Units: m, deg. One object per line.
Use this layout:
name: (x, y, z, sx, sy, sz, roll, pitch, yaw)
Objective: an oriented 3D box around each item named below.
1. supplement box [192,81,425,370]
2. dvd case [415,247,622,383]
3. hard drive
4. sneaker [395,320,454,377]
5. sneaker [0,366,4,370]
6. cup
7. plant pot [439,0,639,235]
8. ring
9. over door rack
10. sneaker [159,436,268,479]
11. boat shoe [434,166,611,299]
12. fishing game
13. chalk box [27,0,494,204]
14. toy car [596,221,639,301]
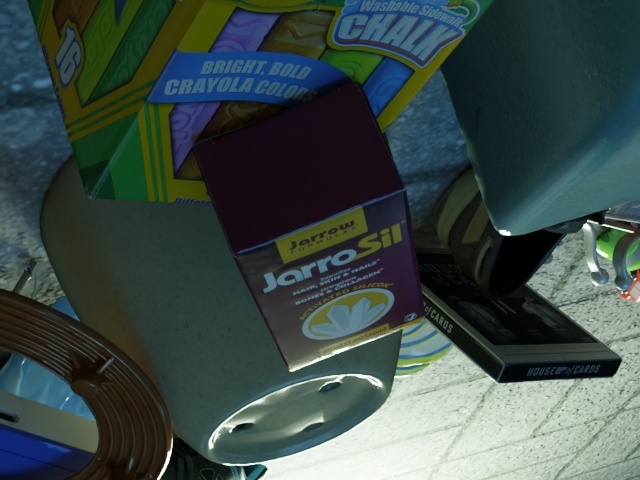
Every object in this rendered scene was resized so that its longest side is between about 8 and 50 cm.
supplement box: (0.000, 0.000, 0.644, 0.104, 0.080, 0.188, -21, 152, -2)
dvd case: (0.181, 0.074, 1.108, 0.179, 0.239, 0.029, 3, 117, -36)
hard drive: (-0.361, 0.239, 0.976, 0.210, 0.040, 0.318, 24, 130, -23)
sneaker: (0.057, 0.113, 1.228, 0.240, 0.091, 0.126, -18, 150, -4)
sneaker: (-0.369, 0.208, 1.113, 0.105, 0.095, 0.236, 14, 130, -40)
cup: (-0.057, 0.053, 0.902, 0.331, 0.237, 0.331, -16, 150, -10)
plant pot: (0.216, -0.174, 0.618, 0.248, 0.247, 0.252, -16, 170, -11)
ring: (-0.288, 0.150, 0.827, 0.337, 0.032, 0.336, 3, 134, 3)
over door rack: (0.427, 0.021, 1.130, 0.324, 0.239, 0.108, -7, 107, -36)
sneaker: (-0.193, 0.306, 1.398, 0.139, 0.125, 0.341, -50, 147, -5)
boat shoe: (0.236, -0.065, 1.004, 0.132, 0.130, 0.355, -7, 148, -24)
fishing game: (-0.262, 0.140, 1.027, 0.189, 0.041, 0.264, -65, 150, -14)
chalk box: (-0.027, -0.173, 0.600, 0.179, 0.180, 0.289, 1, 143, -37)
toy car: (0.446, 0.016, 1.361, 0.225, 0.053, 0.239, 5, 141, -39)
